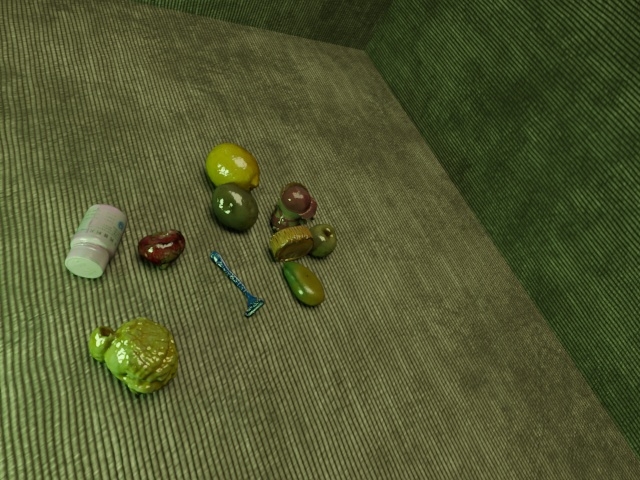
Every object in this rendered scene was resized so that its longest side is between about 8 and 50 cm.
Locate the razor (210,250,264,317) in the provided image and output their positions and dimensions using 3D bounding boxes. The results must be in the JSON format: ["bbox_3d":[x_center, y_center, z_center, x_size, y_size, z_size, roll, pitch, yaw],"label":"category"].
[{"bbox_3d":[-0.355,0.170,1.847,0.324,0.093,0.056,49,5,17],"label":"razor"}]

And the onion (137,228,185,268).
[{"bbox_3d":[-0.620,0.037,1.739,0.184,0.147,0.184,1,20,-1],"label":"onion"}]

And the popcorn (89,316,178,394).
[{"bbox_3d":[-0.590,0.362,1.464,0.286,0.174,0.225,33,28,11],"label":"popcorn"}]

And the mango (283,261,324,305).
[{"bbox_3d":[-0.070,0.187,1.976,0.137,0.091,0.237,-9,60,-43],"label":"mango"}]

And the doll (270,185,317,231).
[{"bbox_3d":[-0.130,-0.146,2.093,0.196,0.256,0.152,9,46,-26],"label":"doll"}]

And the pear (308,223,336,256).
[{"bbox_3d":[0.000,0.000,2.140,0.167,0.136,0.167,19,47,-22],"label":"pear"}]

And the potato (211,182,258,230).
[{"bbox_3d":[-0.385,-0.152,1.993,0.178,0.160,0.235,-43,112,-30],"label":"potato"}]

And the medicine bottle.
[{"bbox_3d":[-0.819,0.001,1.624,0.152,0.152,0.254,18,47,-19],"label":"medicine bottle"}]

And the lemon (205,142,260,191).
[{"bbox_3d":[-0.410,-0.334,2.092,0.288,0.233,0.233,35,44,3],"label":"lemon"}]

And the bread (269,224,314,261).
[{"bbox_3d":[-0.132,0.008,2.014,0.199,0.199,0.104,-6,58,-35],"label":"bread"}]

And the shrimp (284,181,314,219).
[{"bbox_3d":[-0.111,-0.213,2.300,0.145,0.059,0.254,2,54,-27],"label":"shrimp"}]
